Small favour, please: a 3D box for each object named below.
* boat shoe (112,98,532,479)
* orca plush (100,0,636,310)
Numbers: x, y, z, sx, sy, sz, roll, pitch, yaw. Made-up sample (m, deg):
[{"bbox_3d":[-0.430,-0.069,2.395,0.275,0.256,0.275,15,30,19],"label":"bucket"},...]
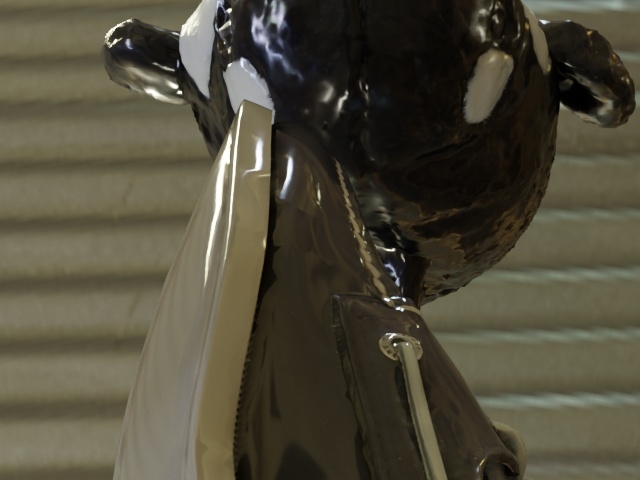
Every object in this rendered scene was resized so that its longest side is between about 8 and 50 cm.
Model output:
[{"bbox_3d":[0.002,0.051,0.333,0.065,0.075,0.206,14,-145,-13],"label":"boat shoe"},{"bbox_3d":[0.000,0.000,0.590,0.151,0.287,0.102,10,-106,-14],"label":"orca plush"}]
